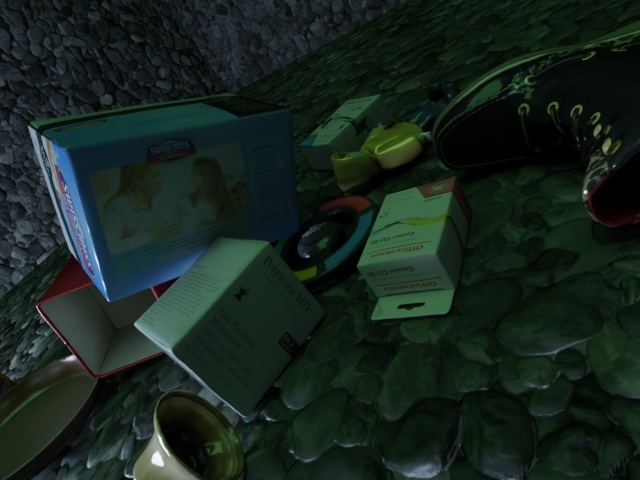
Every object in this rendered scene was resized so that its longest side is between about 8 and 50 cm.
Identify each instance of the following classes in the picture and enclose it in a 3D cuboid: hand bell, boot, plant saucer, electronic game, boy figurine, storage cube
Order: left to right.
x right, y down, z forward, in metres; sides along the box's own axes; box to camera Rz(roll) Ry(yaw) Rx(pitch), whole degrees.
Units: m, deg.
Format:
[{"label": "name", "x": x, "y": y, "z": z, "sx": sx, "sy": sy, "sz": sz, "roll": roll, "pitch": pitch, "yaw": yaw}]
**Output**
[{"label": "plant saucer", "x": -0.536, "y": 0.339, "z": 0.832, "sx": 0.310, "sy": 0.050, "sz": 0.311, "roll": -21, "pitch": 26, "yaw": 11}, {"label": "storage cube", "x": -0.369, "y": 0.105, "z": 0.859, "sx": 0.214, "sy": 0.184, "sz": 0.193, "roll": -20, "pitch": 28, "yaw": 1}, {"label": "hand bell", "x": -0.215, "y": 0.304, "z": 0.521, "sx": 0.242, "sy": 0.126, "sz": 0.126, "roll": -47, "pitch": 27, "yaw": 5}, {"label": "electronic game", "x": 0.000, "y": 0.000, "z": 0.785, "sx": 0.229, "sy": 0.048, "sz": 0.229, "roll": -28, "pitch": 28, "yaw": 17}, {"label": "boy figurine", "x": 0.142, "y": -0.202, "z": 0.896, "sx": 0.285, "sy": 0.092, "sz": 0.177, "roll": -34, "pitch": 30, "yaw": -3}, {"label": "boot", "x": 0.312, "y": -0.128, "z": 0.543, "sx": 0.376, "sy": 0.138, "sz": 0.284, "roll": -14, "pitch": 34, "yaw": 27}]

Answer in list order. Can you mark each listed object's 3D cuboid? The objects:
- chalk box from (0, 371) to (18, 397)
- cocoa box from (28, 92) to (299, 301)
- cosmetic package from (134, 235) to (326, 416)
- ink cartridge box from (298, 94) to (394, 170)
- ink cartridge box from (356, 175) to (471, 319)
[{"label": "chalk box", "x": -0.786, "y": 0.386, "z": 0.946, "sx": 0.180, "sy": 0.179, "sz": 0.289, "roll": -42, "pitch": 29, "yaw": -13}, {"label": "cocoa box", "x": -0.237, "y": -0.097, "z": 0.746, "sx": 0.346, "sy": 0.232, "sz": 0.227, "roll": -22, "pitch": 33, "yaw": -34}, {"label": "cosmetic package", "x": -0.125, "y": 0.111, "z": 0.641, "sx": 0.151, "sy": 0.151, "sz": 0.184, "roll": 6, "pitch": 50, "yaw": 52}, {"label": "ink cartridge box", "x": 0.061, "y": -0.256, "z": 1.083, "sx": 0.191, "sy": 0.082, "sz": 0.139, "roll": -47, "pitch": 29, "yaw": -18}, {"label": "ink cartridge box", "x": 0.126, "y": 0.008, "z": 0.604, "sx": 0.115, "sy": 0.067, "sz": 0.198, "roll": -14, "pitch": 35, "yaw": 36}]
